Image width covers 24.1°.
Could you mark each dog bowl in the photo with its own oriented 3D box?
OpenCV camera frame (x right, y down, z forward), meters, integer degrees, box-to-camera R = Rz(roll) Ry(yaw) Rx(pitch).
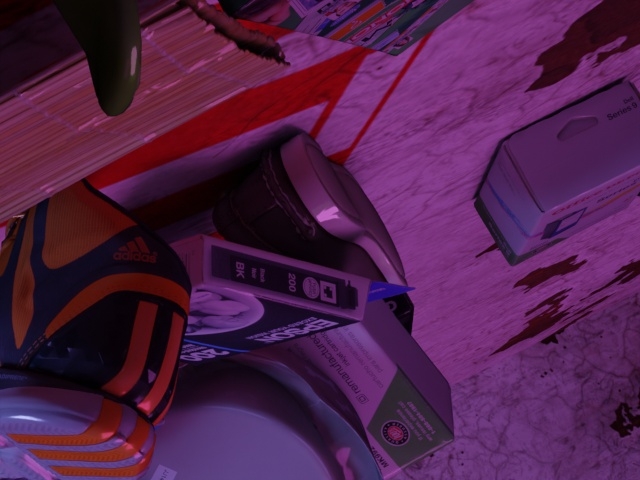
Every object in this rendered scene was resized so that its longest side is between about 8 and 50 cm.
[{"bbox_3d":[-0.102,0.248,1.499,0.348,0.349,0.102,-33,-160,16],"label":"dog bowl"}]

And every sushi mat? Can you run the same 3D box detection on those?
[{"bbox_3d":[-0.175,-0.034,0.764,0.316,0.019,0.151,-27,170,12],"label":"sushi mat"}]

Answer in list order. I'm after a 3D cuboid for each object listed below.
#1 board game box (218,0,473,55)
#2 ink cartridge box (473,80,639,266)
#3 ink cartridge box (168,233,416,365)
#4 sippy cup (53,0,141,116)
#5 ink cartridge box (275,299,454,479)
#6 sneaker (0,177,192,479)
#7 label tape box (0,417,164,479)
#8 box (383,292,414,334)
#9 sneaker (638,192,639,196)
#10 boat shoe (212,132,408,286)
[{"bbox_3d":[0.111,-0.211,0.785,0.317,0.046,0.213,-34,167,22],"label":"board game box"},{"bbox_3d":[0.260,-0.067,1.580,0.154,0.093,0.212,-26,166,-9],"label":"ink cartridge box"},{"bbox_3d":[-0.070,0.053,1.141,0.208,0.045,0.206,14,159,-39],"label":"ink cartridge box"},{"bbox_3d":[-0.211,-0.021,0.422,0.305,0.224,0.240,-31,167,10],"label":"sippy cup"},{"bbox_3d":[-0.034,0.182,1.590,0.289,0.211,0.121,-33,-159,16],"label":"ink cartridge box"},{"bbox_3d":[-0.211,0.055,0.951,0.321,0.180,0.125,0,147,28],"label":"sneaker"},{"bbox_3d":[-0.324,0.178,1.223,0.249,0.115,0.347,-33,165,20],"label":"label tape box"},{"bbox_3d":[-0.028,0.147,1.847,0.295,0.073,0.293,-28,167,-4],"label":"box"},{"bbox_3d":[0.449,-0.109,1.761,0.321,0.127,0.126,-29,169,7],"label":"sneaker"},{"bbox_3d":[-0.002,-0.004,1.229,0.091,0.109,0.305,-30,162,8],"label":"boat shoe"}]
